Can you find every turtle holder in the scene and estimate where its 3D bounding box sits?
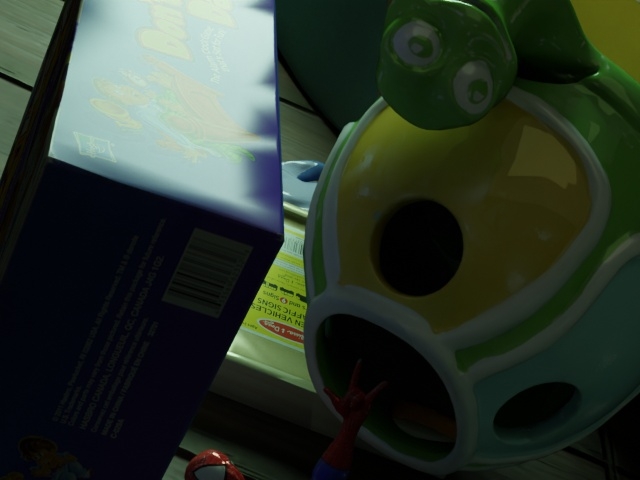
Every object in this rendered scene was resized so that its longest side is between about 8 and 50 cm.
[{"bbox_3d":[0.109,0.000,0.828,0.243,0.320,0.227,41,59,6],"label":"turtle holder"}]

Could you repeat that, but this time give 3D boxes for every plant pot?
[{"bbox_3d":[0.076,-0.183,1.306,0.165,0.166,0.234,7,45,-32],"label":"plant pot"}]

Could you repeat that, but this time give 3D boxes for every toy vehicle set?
[{"bbox_3d":[-0.022,0.045,0.966,0.267,0.035,0.166,22,41,-11],"label":"toy vehicle set"}]

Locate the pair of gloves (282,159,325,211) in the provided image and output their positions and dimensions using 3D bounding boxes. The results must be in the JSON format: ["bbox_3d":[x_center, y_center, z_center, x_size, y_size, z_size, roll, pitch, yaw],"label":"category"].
[{"bbox_3d":[0.000,0.000,1.094,0.159,0.023,0.198,9,37,-30],"label":"pair of gloves"}]

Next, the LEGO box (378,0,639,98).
[{"bbox_3d":[0.352,-0.136,1.000,0.500,0.193,0.372,35,73,12],"label":"LEGO box"}]

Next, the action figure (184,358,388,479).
[{"bbox_3d":[0.040,0.178,0.744,0.280,0.139,0.091,35,30,24],"label":"action figure"}]

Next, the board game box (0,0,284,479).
[{"bbox_3d":[-0.119,0.054,0.597,0.078,0.347,0.233,19,31,-15],"label":"board game box"}]
